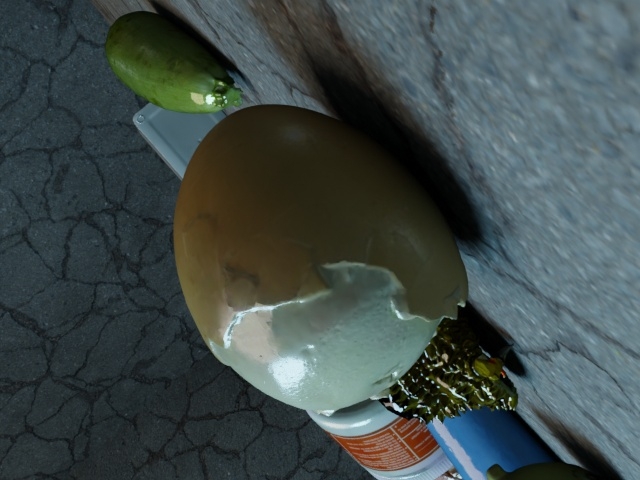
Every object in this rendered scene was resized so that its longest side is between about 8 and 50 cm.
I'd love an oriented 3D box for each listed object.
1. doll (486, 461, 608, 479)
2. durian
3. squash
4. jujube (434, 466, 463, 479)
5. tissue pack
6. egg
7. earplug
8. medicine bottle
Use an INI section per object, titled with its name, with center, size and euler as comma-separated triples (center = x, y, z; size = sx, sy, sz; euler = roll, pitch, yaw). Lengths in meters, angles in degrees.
[doll]
center = 0.298, 0.361, 0.753
size = 0.260, 0.161, 0.177
euler = 47, 177, -3
[durian]
center = 0.115, 0.133, 0.747
size = 0.193, 0.138, 0.237
euler = 50, 175, -10
[squash]
center = -0.217, -0.244, 0.963
size = 0.370, 0.118, 0.118
euler = 42, 172, 47
[jujube]
center = 0.299, 0.460, 1.450
size = 0.223, 0.223, 0.318
euler = 47, -177, 26
[tissue pack]
center = -0.251, -0.199, 1.418
size = 0.246, 0.159, 0.136
euler = 50, 174, -6
[egg]
center = -0.009, 0.008, 0.514
size = 0.244, 0.201, 0.201
euler = 60, 179, 15
[earplug]
center = 0.230, 0.281, 1.022
size = 0.273, 0.132, 0.132
euler = 51, 177, 17
[medicine bottle]
center = 0.124, 0.288, 1.256
size = 0.240, 0.252, 0.252
euler = 53, 175, -33
